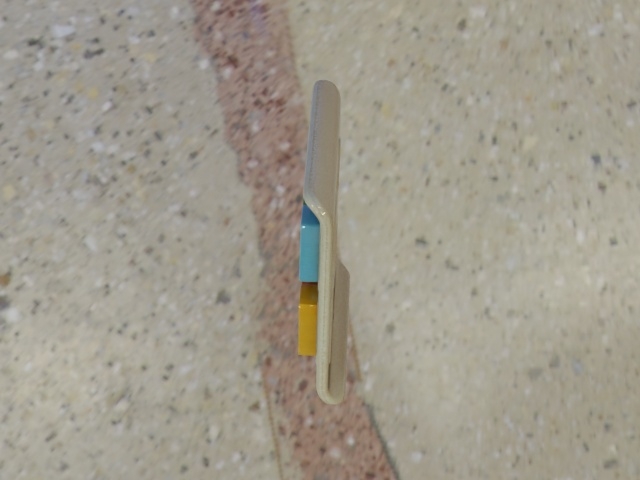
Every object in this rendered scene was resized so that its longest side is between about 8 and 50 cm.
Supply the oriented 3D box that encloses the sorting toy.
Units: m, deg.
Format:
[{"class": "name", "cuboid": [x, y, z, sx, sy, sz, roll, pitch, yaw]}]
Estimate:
[{"class": "sorting toy", "cuboid": [0.000, 0.000, 1.159, 0.038, 0.193, 0.208, -1, 126, 4]}]
